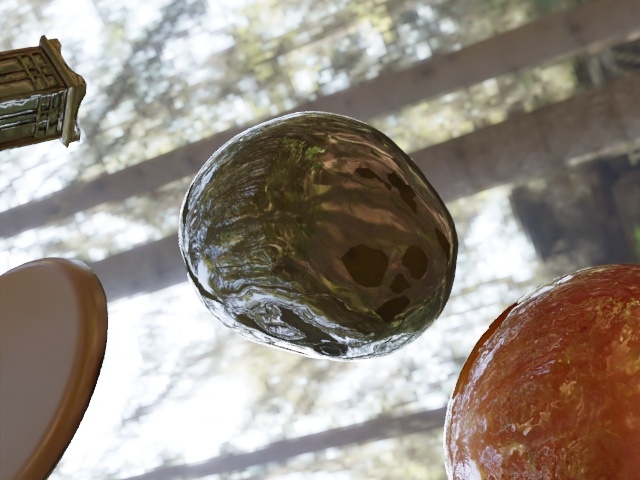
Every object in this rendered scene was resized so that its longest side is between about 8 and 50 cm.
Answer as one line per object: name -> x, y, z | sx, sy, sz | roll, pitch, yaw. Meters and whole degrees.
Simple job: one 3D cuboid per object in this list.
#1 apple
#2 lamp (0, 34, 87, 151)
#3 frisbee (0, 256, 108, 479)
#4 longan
apple -> 0.142, 0.087, 0.763 | 0.163, 0.163, 0.139 | 29, -113, -45
lamp -> -0.398, -0.120, 1.627 | 0.325, 0.090, 0.089 | -15, -129, -28
frisbee -> -0.247, 0.119, 1.223 | 0.021, 0.251, 0.251 | 37, -133, -36
longan -> 0.000, 0.000, 1.071 | 0.167, 0.187, 0.167 | -35, -36, -32
